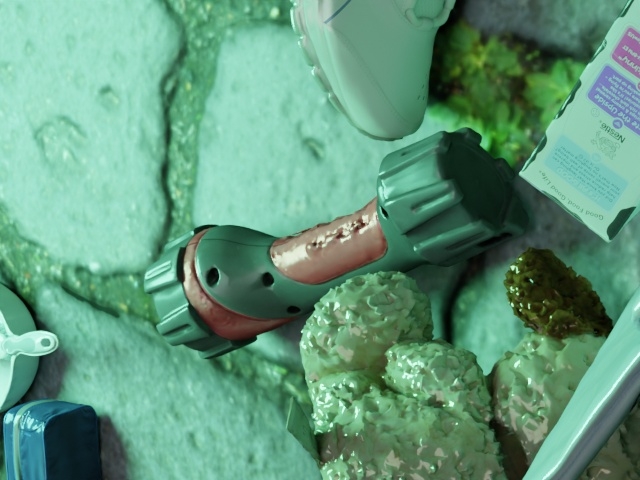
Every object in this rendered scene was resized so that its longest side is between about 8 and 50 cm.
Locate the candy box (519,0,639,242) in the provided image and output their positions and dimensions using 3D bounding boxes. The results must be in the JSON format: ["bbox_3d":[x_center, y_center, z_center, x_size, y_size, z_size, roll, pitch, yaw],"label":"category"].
[{"bbox_3d":[0.217,-0.116,0.970,0.070,0.165,0.196,38,128,12],"label":"candy box"}]

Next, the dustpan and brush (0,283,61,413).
[{"bbox_3d":[-0.287,0.094,1.527,0.211,0.060,0.147,-8,91,41],"label":"dustpan and brush"}]

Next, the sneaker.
[{"bbox_3d":[0.056,-0.216,1.167,0.129,0.111,0.297,4,100,34],"label":"sneaker"}]

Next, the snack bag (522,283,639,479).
[{"bbox_3d":[0.219,-0.023,0.914,0.037,0.323,0.342,34,128,7],"label":"snack bag"}]

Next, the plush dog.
[{"bbox_3d":[0.120,0.136,1.109,0.225,0.210,0.262,-22,98,11],"label":"plush dog"}]

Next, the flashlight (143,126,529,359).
[{"bbox_3d":[0.000,0.000,1.245,0.304,0.103,0.103,-26,76,41],"label":"flashlight"}]

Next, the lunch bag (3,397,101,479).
[{"bbox_3d":[-0.241,0.191,1.498,0.065,0.067,0.098,6,102,40],"label":"lunch bag"}]
